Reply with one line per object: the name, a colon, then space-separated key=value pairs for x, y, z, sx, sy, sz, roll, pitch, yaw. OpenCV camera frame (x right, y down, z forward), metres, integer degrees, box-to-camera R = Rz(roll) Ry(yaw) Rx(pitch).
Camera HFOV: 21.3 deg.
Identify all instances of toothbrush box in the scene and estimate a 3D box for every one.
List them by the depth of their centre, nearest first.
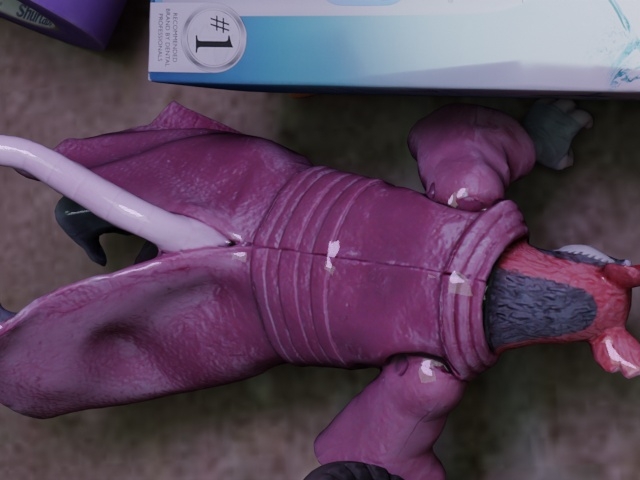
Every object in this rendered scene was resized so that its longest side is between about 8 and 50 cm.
toothbrush box: x=0.073 y=-0.179 z=0.848 sx=0.296 sy=0.126 sz=0.216 roll=4 pitch=94 yaw=16

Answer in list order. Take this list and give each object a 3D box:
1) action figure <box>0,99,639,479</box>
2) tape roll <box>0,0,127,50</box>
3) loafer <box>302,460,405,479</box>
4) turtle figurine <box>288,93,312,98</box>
action figure: x=0.000 y=0.000 z=0.876 sx=0.370 sy=0.276 sz=0.248 roll=4 pitch=75 yaw=31
tape roll: x=-0.197 y=-0.186 z=0.995 sx=0.189 sy=0.189 sz=0.080 roll=23 pitch=88 yaw=19
loafer: x=0.099 y=0.264 z=0.840 sx=0.366 sy=0.134 sz=0.130 roll=44 pitch=115 yaw=-2
turtle figurine: x=0.067 y=-0.204 z=0.966 sx=0.270 sy=0.087 sz=0.217 roll=-24 pitch=63 yaw=32
